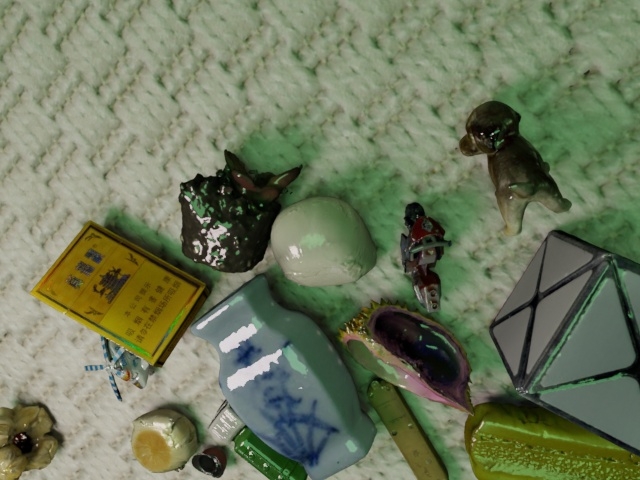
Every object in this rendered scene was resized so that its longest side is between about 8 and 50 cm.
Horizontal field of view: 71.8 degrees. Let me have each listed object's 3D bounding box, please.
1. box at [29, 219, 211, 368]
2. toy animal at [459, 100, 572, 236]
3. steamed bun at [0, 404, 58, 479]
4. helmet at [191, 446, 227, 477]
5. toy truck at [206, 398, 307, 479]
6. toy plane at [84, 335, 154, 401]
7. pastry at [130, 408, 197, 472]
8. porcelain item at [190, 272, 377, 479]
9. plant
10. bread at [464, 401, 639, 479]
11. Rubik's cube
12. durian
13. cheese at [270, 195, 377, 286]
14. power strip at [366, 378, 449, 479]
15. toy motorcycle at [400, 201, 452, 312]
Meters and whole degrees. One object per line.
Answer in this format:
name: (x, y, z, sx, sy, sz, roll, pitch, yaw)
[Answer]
box: (-0.419, 0.113, 0.948, 0.301, 0.084, 0.193, 28, 68, 5)
toy animal: (0.325, -0.126, 0.762, 0.121, 0.233, 0.168, -27, 135, 25)
steamed bun: (-0.747, 0.492, 1.095, 0.106, 0.177, 0.192, -32, 80, 6)
helmet: (-0.260, 0.523, 1.060, 0.084, 0.049, 0.065, 20, 114, 9)
toy truck: (-0.128, 0.443, 0.980, 0.242, 0.125, 0.101, 39, 106, 3)
toy plane: (-0.486, 0.226, 1.037, 0.273, 0.107, 0.182, 46, 114, 15)
pastry: (-0.375, 0.473, 1.053, 0.165, 0.088, 0.166, 2, 101, 10)
porcelain item: (-0.068, 0.276, 0.908, 0.242, 0.178, 0.405, -36, 95, 15)
plant: (-0.172, -0.060, 0.863, 0.204, 0.178, 0.234, 20, 110, 9)
bread: (0.477, 0.405, 0.858, 0.383, 0.112, 0.166, 4, 99, 12)
Rubik's cube: (0.475, 0.155, 0.737, 0.259, 0.260, 0.255, 25, 105, 3)
durian: (0.157, 0.227, 0.883, 0.260, 0.154, 0.186, 46, 128, -6)
cheese: (0.000, 0.000, 0.848, 0.198, 0.189, 0.155, -8, 67, 12)
power strip: (0.192, 0.424, 0.955, 0.064, 0.044, 0.305, -30, 92, 15)
toy motorcycle: (0.201, 0.035, 0.839, 0.082, 0.122, 0.213, -10, 100, -1)
